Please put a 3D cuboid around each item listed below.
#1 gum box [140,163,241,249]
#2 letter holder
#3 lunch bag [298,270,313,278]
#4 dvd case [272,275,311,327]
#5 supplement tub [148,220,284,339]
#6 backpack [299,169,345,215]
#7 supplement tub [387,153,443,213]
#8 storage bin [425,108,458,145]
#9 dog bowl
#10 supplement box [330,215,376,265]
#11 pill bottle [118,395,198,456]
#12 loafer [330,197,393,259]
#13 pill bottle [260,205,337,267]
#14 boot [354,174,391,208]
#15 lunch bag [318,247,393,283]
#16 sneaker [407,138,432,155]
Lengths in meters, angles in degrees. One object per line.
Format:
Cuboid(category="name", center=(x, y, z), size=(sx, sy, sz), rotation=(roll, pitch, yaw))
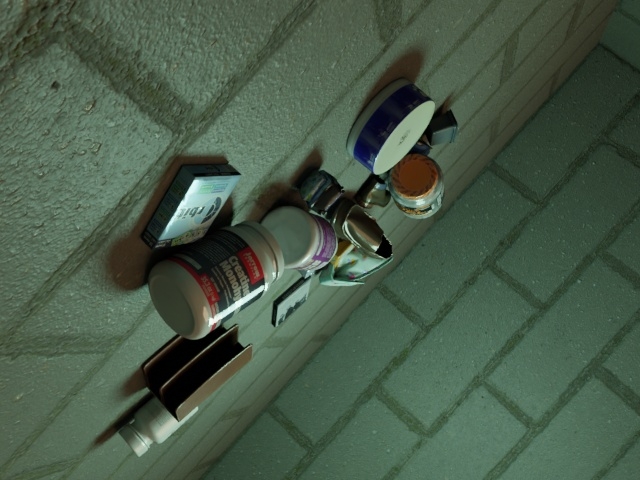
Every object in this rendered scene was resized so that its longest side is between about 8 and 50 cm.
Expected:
Cuboid(category="gum box", center=(-0.260, -0.070, 1.247), size=(0.184, 0.041, 0.157), rotation=(-55, 163, 22))
Cuboid(category="letter holder", center=(-0.358, 0.357, 1.835), size=(0.302, 0.152, 0.214), rotation=(-39, 161, -28))
Cuboid(category="lunch bag", center=(-0.055, 0.079, 2.103), size=(0.053, 0.071, 0.083), rotation=(-33, 161, -31))
Cuboid(category="dvd case", center=(-0.115, 0.239, 2.414), size=(0.179, 0.029, 0.239), rotation=(-40, 162, -24))
Cuboid(category="supplement tub", center=(-0.234, 0.083, 1.409), size=(0.272, 0.191, 0.191), rotation=(-34, 160, -40))
Cuboid(category="backpack", center=(-0.003, -0.139, 1.660), size=(0.105, 0.084, 0.114), rotation=(-49, -155, 13))
Cuboid(category="supplement tub", center=(0.344, -0.195, 2.199), size=(0.193, 0.193, 0.316), rotation=(-48, 165, 2))
Cuboid(category="storage bin", center=(0.428, -0.402, 2.204), size=(0.091, 0.098, 0.135), rotation=(-18, 162, -2))
Cuboid(category="dog bowl", center=(0.200, -0.320, 1.745), size=(0.265, 0.104, 0.265), rotation=(-43, 164, -16))
Cuboid(category="supplement box", center=(0.103, -0.013, 2.264), size=(0.233, 0.078, 0.080), rotation=(-42, 167, -32))
Cuboid(category="pill bottle", center=(-0.517, 0.567, 1.955), size=(0.229, 0.131, 0.131), rotation=(-40, 163, -24))
Cuboid(category="loafer", center=(0.160, -0.034, 2.127), size=(0.366, 0.130, 0.134), rotation=(35, 80, -54))
Cuboid(category="pill bottle", center=(-0.050, 0.002, 1.745), size=(0.169, 0.169, 0.301), rotation=(-50, 164, 8))
Cuboid(category="boot", center=(0.216, -0.176, 2.183), size=(0.219, 0.082, 0.106), rotation=(-19, 151, -56))
Cuboid(category="lunch bag", center=(0.122, 0.093, 2.401), size=(0.262, 0.160, 0.223), rotation=(-34, -177, -14))
Cuboid(category="sneaker", center=(0.339, -0.322, 2.180), size=(0.082, 0.069, 0.209), rotation=(-47, 165, 14))
